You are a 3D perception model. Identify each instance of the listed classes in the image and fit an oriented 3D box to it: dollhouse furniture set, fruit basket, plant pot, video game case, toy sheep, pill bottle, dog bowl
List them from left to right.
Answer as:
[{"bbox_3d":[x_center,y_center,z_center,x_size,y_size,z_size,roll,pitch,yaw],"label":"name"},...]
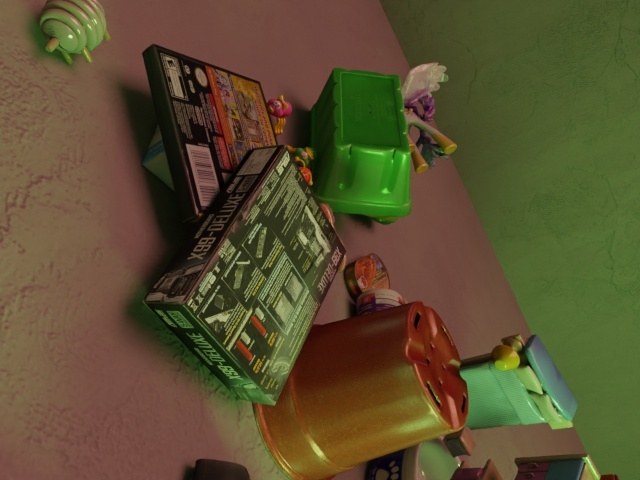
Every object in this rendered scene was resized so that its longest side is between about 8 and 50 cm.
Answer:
[{"bbox_3d":[-0.345,-0.301,0.774,0.091,0.091,0.132,45,39,-35],"label":"toy sheep"},{"bbox_3d":[-0.154,-0.159,0.903,0.248,0.035,0.274,-1,72,-56],"label":"video game case"},{"bbox_3d":[0.106,-0.186,1.381,0.392,0.283,0.391,-175,-90,-84],"label":"fruit basket"},{"bbox_3d":[0.076,0.232,0.899,0.272,0.265,0.272,41,36,-39],"label":"plant pot"},{"bbox_3d":[0.131,0.208,1.190,0.108,0.108,0.193,43,34,-37],"label":"pill bottle"},{"bbox_3d":[0.201,0.511,1.058,0.265,0.104,0.264,42,35,-39],"label":"dog bowl"},{"bbox_3d":[0.265,0.339,0.924,0.198,0.286,0.303,-34,95,-47],"label":"dollhouse furniture set"}]

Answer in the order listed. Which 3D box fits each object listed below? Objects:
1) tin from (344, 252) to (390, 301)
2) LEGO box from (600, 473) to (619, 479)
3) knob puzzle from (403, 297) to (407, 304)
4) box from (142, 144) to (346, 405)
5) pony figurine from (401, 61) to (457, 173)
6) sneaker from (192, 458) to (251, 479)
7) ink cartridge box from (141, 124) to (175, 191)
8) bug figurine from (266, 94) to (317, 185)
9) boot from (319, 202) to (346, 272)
[{"bbox_3d":[0.115,0.093,1.334,0.106,0.040,0.190,64,27,4],"label":"tin"},{"bbox_3d":[0.407,0.706,0.989,0.193,0.373,0.500,59,28,-21],"label":"LEGO box"},{"bbox_3d":[0.229,0.248,1.318,0.213,0.030,0.213,166,-90,-87],"label":"knob puzzle"},{"bbox_3d":[-0.087,0.046,0.826,0.242,0.077,0.307,59,44,-38],"label":"box"},{"bbox_3d":[0.245,-0.373,1.686,0.351,0.302,0.363,-8,54,-37],"label":"pony figurine"},{"bbox_3d":[-0.083,0.367,0.705,0.222,0.083,0.118,46,33,-32],"label":"sneaker"},{"bbox_3d":[-0.214,-0.164,0.917,0.104,0.062,0.181,44,35,-36],"label":"ink cartridge box"},{"bbox_3d":[-0.080,-0.221,1.159,0.279,0.072,0.216,59,20,-5],"label":"bug figurine"},{"bbox_3d":[0.000,0.000,1.191,0.085,0.059,0.157,-15,82,-49],"label":"boot"}]
